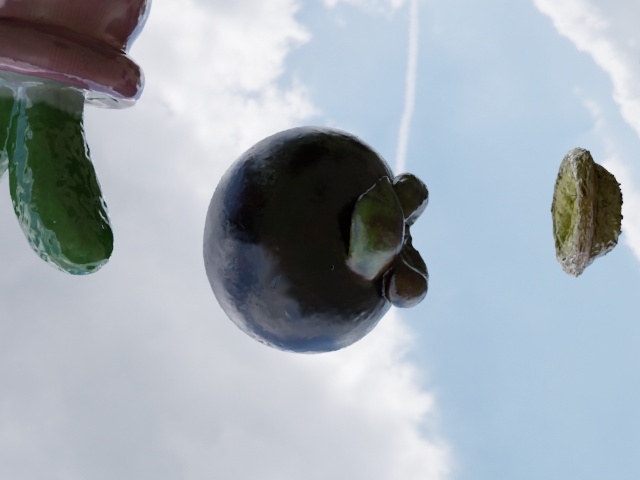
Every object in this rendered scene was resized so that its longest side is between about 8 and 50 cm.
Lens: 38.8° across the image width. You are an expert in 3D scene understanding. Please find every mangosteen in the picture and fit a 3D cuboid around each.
[{"bbox_3d":[0.000,0.000,1.097,0.288,0.288,0.288,26,-129,-38],"label":"mangosteen"}]

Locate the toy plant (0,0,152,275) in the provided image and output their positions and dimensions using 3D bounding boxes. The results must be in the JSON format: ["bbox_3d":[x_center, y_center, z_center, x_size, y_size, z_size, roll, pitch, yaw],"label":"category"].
[{"bbox_3d":[-0.314,-0.159,0.942,0.210,0.316,0.356,-3,-76,-70],"label":"toy plant"}]

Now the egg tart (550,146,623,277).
[{"bbox_3d":[0.373,-0.039,1.268,0.191,0.074,0.191,1,-90,-86],"label":"egg tart"}]
